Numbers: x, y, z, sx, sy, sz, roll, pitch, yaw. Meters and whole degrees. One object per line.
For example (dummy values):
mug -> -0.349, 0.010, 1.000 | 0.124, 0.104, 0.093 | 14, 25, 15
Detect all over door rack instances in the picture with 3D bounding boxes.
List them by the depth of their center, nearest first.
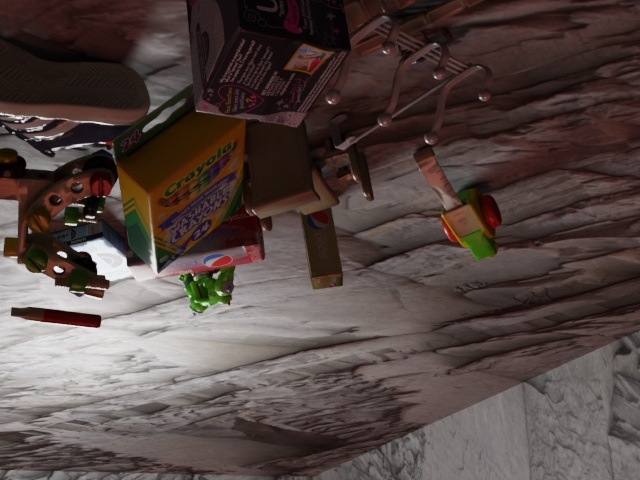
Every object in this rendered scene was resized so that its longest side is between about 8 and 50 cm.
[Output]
over door rack -> 0.062, -0.209, 1.377 | 0.324, 0.108, 0.239 | -16, 158, 42

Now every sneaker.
sneaker -> -0.428, -0.191, 1.306 | 0.350, 0.131, 0.148 | 9, 144, -32

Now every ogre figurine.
ogre figurine -> -0.234, 0.082, 1.920 | 0.197, 0.118, 0.097 | -22, 151, 25

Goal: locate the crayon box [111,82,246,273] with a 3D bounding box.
crayon box -> -0.222, -0.100, 1.482 | 0.203, 0.083, 0.323 | -41, 162, -24

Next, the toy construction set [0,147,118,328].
toy construction set -> -0.470, -0.009, 1.497 | 0.237, 0.309, 0.257 | 8, 141, -20

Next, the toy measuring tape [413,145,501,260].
toy measuring tape -> 0.270, -0.087, 1.802 | 0.121, 0.121, 0.330 | -21, 128, 23

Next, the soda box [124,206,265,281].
soda box -> -0.245, 0.006, 1.795 | 0.263, 0.092, 0.083 | -9, 153, 1

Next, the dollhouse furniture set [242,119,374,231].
dollhouse furniture set -> -0.035, -0.089, 1.595 | 0.212, 0.161, 0.242 | -16, 153, 14

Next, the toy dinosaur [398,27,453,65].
toy dinosaur -> 0.162, -0.298, 1.404 | 0.082, 0.047, 0.090 | -18, -173, -2

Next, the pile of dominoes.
pile of dominoes -> 0.114, -0.363, 1.265 | 0.251, 0.040, 0.196 | -23, 151, 10

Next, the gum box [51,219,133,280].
gum box -> -0.463, 0.032, 1.837 | 0.157, 0.041, 0.184 | -15, 152, 11

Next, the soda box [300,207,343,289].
soda box -> 0.000, 0.000, 1.759 | 0.061, 0.181, 0.058 | -8, 153, -3

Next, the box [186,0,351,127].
box -> -0.075, -0.286, 1.098 | 0.142, 0.247, 0.163 | 7, 149, -25
